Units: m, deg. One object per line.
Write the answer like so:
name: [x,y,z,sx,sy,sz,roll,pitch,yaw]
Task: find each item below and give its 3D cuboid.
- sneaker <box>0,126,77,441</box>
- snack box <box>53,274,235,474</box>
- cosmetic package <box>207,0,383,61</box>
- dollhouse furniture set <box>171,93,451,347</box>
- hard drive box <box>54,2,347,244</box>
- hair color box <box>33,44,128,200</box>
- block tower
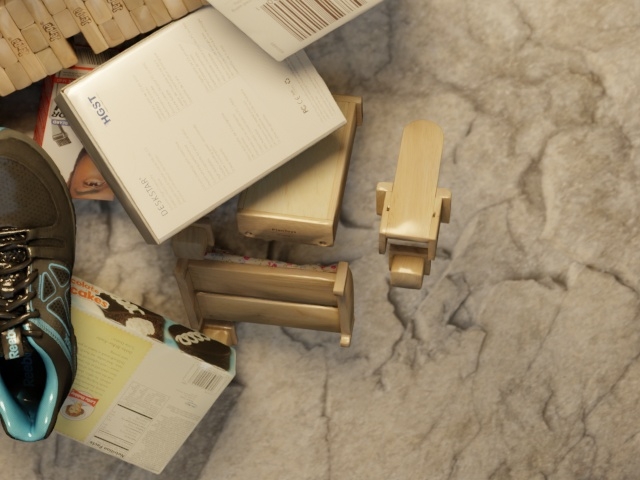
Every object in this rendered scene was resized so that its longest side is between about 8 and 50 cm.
sneaker: [-0.313,0.049,1.540,0.125,0.139,0.340,-9,114,-3]
snack box: [-0.285,0.145,1.743,0.322,0.060,0.187,27,118,-21]
cosmetic package: [-0.030,-0.303,1.374,0.151,0.183,0.151,-28,136,28]
dollhouse furniture set: [0.000,0.000,1.703,0.303,0.173,0.355,7,150,7]
hard drive box: [-0.121,-0.132,1.480,0.232,0.089,0.181,-33,98,-13]
hair color box: [-0.253,-0.124,1.564,0.093,0.053,0.167,2,130,-21]
block tower: [-0.261,-0.229,1.440,0.336,0.091,0.097,-25,126,3]
